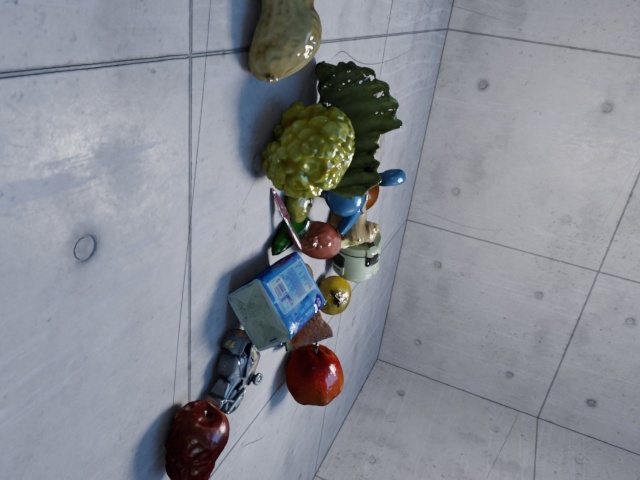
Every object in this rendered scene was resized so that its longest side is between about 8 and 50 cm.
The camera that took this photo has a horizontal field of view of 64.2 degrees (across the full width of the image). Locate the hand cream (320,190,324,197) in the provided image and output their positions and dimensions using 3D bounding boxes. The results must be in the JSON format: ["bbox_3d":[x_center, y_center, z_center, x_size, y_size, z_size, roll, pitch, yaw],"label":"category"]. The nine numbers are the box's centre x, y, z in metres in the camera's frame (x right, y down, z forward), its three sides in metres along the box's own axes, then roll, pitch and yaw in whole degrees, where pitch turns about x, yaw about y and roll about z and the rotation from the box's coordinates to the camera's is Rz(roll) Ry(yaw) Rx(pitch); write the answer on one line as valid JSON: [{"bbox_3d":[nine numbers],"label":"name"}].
[{"bbox_3d":[-0.010,-0.183,1.807,0.210,0.043,0.067,11,96,-67],"label":"hand cream"}]

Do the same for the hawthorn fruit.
[{"bbox_3d":[-0.016,0.519,2.082,0.254,0.254,0.300,-26,128,-66],"label":"hawthorn fruit"}]

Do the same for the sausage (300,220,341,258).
[{"bbox_3d":[0.000,0.000,1.841,0.254,0.148,0.148,5,102,-71],"label":"sausage"}]

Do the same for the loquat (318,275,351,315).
[{"bbox_3d":[0.057,0.236,2.203,0.204,0.149,0.172,-7,112,-86],"label":"loquat"}]

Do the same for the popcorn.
[{"bbox_3d":[-0.032,-0.241,1.378,0.270,0.224,0.257,2,-111,63],"label":"popcorn"}]

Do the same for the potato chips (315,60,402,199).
[{"bbox_3d":[0.066,-0.329,1.491,0.097,0.389,0.373,-4,116,-34],"label":"potato chips"}]

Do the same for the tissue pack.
[{"bbox_3d":[-0.124,0.176,1.521,0.198,0.146,0.263,61,26,-4],"label":"tissue pack"}]

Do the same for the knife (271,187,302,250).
[{"bbox_3d":[-0.101,-0.064,1.563,0.035,0.018,0.247,-64,142,-44],"label":"knife"}]

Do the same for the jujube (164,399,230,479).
[{"bbox_3d":[-0.326,0.534,1.331,0.155,0.155,0.230,-16,125,-69],"label":"jujube"}]

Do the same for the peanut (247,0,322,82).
[{"bbox_3d":[-0.070,-0.502,1.158,0.143,0.159,0.291,-106,-153,-74],"label":"peanut"}]

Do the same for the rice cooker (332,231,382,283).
[{"bbox_3d":[0.160,0.047,2.228,0.226,0.226,0.244,-52,155,-48],"label":"rice cooker"}]

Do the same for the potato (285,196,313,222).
[{"bbox_3d":[-0.056,-0.150,1.626,0.105,0.085,0.188,58,47,-69],"label":"potato"}]

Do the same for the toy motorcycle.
[{"bbox_3d":[-0.248,0.369,1.503,0.173,0.108,0.307,27,81,-63],"label":"toy motorcycle"}]

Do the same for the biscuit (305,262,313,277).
[{"bbox_3d":[-0.093,0.181,1.841,0.220,0.066,0.220,15,90,-69],"label":"biscuit"}]

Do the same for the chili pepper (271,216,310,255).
[{"bbox_3d":[-0.102,-0.009,1.651,0.216,0.062,0.108,-47,148,-50],"label":"chili pepper"}]

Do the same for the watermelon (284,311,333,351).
[{"bbox_3d":[-0.063,0.342,1.955,0.136,0.202,0.207,59,32,-11],"label":"watermelon"}]

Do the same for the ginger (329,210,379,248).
[{"bbox_3d":[0.142,-0.093,2.078,0.130,0.221,0.275,3,112,-62],"label":"ginger"}]

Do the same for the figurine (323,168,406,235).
[{"bbox_3d":[0.125,-0.180,1.850,0.416,0.243,0.298,-25,113,-50],"label":"figurine"}]

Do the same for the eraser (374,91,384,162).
[{"bbox_3d":[0.197,-0.433,2.120,0.397,0.082,0.213,80,31,-54],"label":"eraser"}]
